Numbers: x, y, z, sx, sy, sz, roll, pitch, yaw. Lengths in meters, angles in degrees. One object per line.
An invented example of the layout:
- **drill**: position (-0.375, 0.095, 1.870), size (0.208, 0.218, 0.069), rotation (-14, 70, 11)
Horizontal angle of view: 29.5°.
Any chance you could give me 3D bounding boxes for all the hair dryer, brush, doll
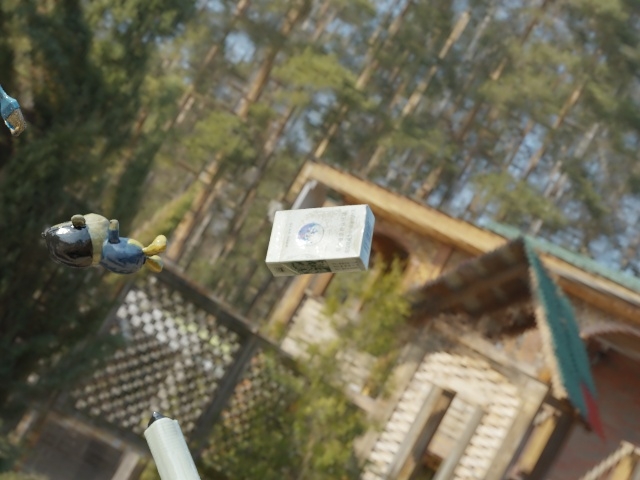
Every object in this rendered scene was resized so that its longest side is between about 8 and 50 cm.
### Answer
- **hair dryer**: position (-0.125, 0.274, 1.145), size (0.073, 0.131, 0.236), rotation (15, 46, -62)
- **brush**: position (-0.506, -0.241, 1.904), size (0.051, 0.014, 0.164), rotation (-28, -91, 50)
- **doll**: position (-0.314, 0.005, 1.764), size (0.179, 0.089, 0.102), rotation (8, -43, -10)

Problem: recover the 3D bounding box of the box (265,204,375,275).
- **box**: position (0.000, 0.000, 1.000), size (0.083, 0.054, 0.024), rotation (-4, -33, 21)
